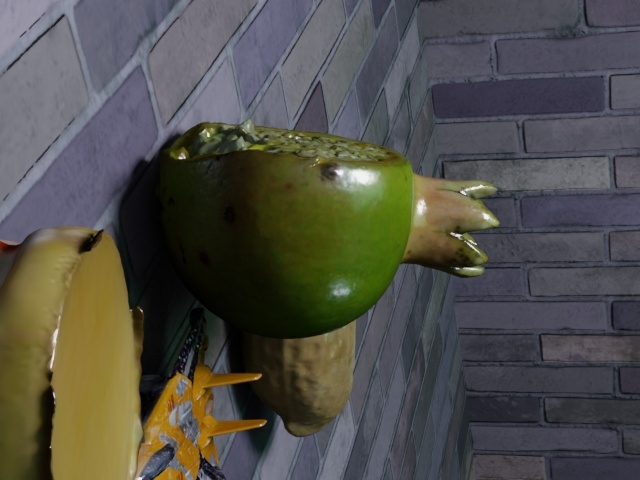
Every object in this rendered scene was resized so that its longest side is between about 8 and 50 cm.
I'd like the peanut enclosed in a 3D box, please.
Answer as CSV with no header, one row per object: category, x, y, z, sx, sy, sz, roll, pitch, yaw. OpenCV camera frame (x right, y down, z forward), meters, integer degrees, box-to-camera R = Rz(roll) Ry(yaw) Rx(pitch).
peanut,-0.029,0.083,1.528,0.174,0.158,0.340,-156,-113,-74

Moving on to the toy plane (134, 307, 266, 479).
toy plane,-0.157,0.189,1.160,0.316,0.103,0.204,-23,110,-67

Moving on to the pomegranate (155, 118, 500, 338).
pomegranate,0.000,0.000,1.291,0.310,0.358,0.216,-129,-129,-80

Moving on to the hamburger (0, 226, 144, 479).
hamburger,-0.215,0.102,0.754,0.303,0.186,0.261,-83,176,-47
